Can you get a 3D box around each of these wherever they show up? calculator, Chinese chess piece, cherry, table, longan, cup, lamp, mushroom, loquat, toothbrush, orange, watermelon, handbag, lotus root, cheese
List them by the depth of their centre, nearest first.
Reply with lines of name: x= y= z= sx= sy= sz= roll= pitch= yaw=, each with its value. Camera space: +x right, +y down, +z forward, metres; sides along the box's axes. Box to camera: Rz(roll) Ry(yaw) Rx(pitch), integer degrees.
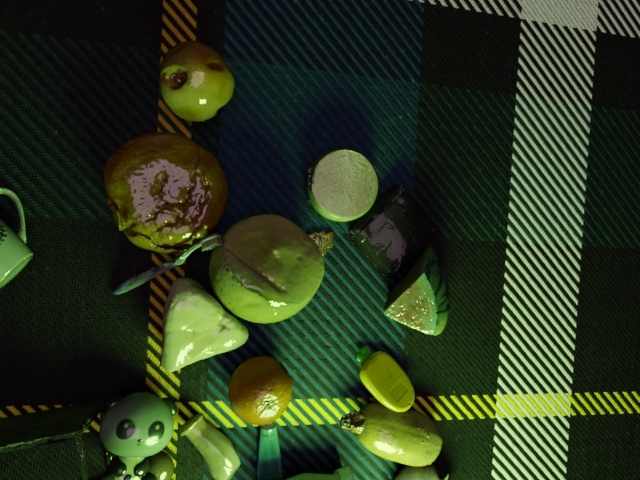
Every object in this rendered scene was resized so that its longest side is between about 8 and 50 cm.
cup: x=-0.884 y=-0.017 z=1.156 sx=0.234 sy=0.186 sz=0.258 roll=42 pitch=56 yaw=-18
table: x=-0.765 y=0.626 z=1.162 sx=0.335 sy=0.222 sz=0.272 roll=-7 pitch=92 yaw=-10
toothbrush: x=-0.433 y=0.072 z=1.215 sx=0.413 sy=0.035 sz=0.042 roll=-25 pitch=63 yaw=21
lamp: x=-0.518 y=0.553 z=1.218 sx=0.197 sy=0.198 sz=0.244 roll=10 pitch=72 yaw=-11
loquat: x=-0.343 y=-0.437 z=1.222 sx=0.213 sy=0.213 sz=0.213 roll=0 pitch=92 yaw=-11
cheese: x=-0.342 y=0.221 z=1.255 sx=0.251 sy=0.173 sz=0.248 roll=-8 pitch=102 yaw=-10
orange: x=-0.175 y=0.441 z=1.284 sx=0.206 sy=0.206 sz=0.206 roll=0 pitch=92 yaw=-11
longan: x=-0.488 y=0.673 z=1.285 sx=0.113 sy=0.092 sz=0.113 roll=1 pitch=93 yaw=11
mushroom: x=-0.320 y=0.630 z=1.316 sx=0.247 sy=0.108 sz=0.096 roll=57 pitch=41 yaw=-10
Chinese chess piece: x=0.065 y=-0.175 z=1.364 sx=0.237 sy=0.092 sz=0.238 roll=-1 pitch=93 yaw=-12
watermelon: x=0.302 y=0.160 z=1.376 sx=0.201 sy=0.213 sz=0.262 roll=-3 pitch=103 yaw=15
lotus root: x=0.226 y=0.602 z=1.382 sx=0.342 sy=0.169 sz=0.151 roll=22 pitch=133 yaw=-12
calculator: x=0.206 y=0.438 z=1.397 sx=0.235 sy=0.032 sz=0.146 roll=47 pitch=49 yaw=11
cherry: x=0.332 y=0.823 z=1.404 sx=0.266 sy=0.183 sz=0.213 roll=-36 pitch=111 yaw=17
handbag: x=0.240 y=-0.030 z=1.409 sx=0.247 sy=0.080 sz=0.223 roll=-42 pitch=99 yaw=-8

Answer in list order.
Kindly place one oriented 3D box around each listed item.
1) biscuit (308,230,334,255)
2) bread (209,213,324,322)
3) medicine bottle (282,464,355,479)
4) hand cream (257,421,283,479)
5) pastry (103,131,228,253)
biscuit: x=0.000 y=0.000 z=1.396 sx=0.092 sy=0.016 sz=0.082 roll=26 pitch=87 yaw=-13
bread: x=-0.159 y=0.086 z=1.260 sx=0.320 sy=0.237 sz=0.321 roll=8 pitch=73 yaw=-27
medicine bottle: x=-0.023 y=0.824 z=1.309 sx=0.289 sy=0.245 sz=0.245 roll=-15 pitch=95 yaw=-13
hand cream: x=-0.160 y=0.668 z=1.379 sx=0.083 sy=0.048 sz=0.224 roll=-2 pitch=98 yaw=-11
pastry: x=-0.433 y=-0.137 z=1.232 sx=0.355 sy=0.164 sz=0.356 roll=0 pitch=90 yaw=-9
